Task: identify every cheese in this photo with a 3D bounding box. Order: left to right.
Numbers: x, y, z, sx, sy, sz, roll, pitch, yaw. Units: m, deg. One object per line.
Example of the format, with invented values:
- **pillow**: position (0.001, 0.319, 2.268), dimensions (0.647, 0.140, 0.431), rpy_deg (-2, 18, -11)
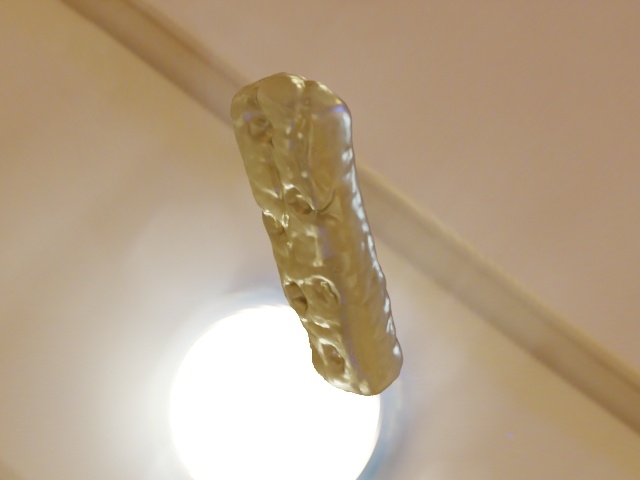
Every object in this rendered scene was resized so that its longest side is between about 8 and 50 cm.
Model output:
- **cheese**: position (0.000, 0.000, 0.804), dimensions (0.065, 0.194, 0.043), rpy_deg (13, -137, 36)
